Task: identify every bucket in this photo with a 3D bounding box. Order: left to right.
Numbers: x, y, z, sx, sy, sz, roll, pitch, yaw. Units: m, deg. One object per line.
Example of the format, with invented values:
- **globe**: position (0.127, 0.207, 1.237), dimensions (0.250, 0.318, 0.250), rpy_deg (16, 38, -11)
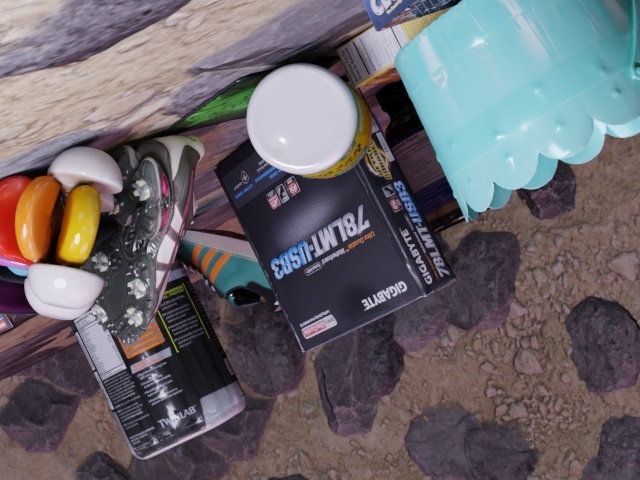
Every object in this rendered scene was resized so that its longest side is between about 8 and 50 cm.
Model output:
- **bucket**: position (0.222, -0.162, 1.282), dimensions (0.281, 0.183, 0.281), rpy_deg (-28, 175, -2)

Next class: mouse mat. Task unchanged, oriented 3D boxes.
- **mouse mat**: position (-0.076, -0.161, 1.428), dimensions (0.152, 0.007, 0.189), rpy_deg (-28, 175, 40)

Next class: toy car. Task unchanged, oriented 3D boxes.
- **toy car**: position (-0.280, -0.011, 1.285), dimensions (0.136, 0.159, 0.182), rpy_deg (11, 166, -13)

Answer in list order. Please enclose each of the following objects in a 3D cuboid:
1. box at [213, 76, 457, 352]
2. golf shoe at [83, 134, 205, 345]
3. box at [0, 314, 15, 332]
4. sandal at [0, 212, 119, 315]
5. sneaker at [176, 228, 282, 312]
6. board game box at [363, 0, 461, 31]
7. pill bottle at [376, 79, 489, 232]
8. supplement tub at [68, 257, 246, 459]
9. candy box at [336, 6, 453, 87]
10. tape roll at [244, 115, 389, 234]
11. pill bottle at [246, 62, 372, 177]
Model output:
- **box**: position (0.009, -0.025, 1.680), dimensions (0.073, 0.293, 0.295), rpy_deg (-23, 176, -36)
- **golf shoe**: position (-0.190, 0.003, 1.444), dimensions (0.120, 0.105, 0.273), rpy_deg (-31, 149, -46)
- **box**: position (-0.540, 0.132, 1.851), dimensions (0.207, 0.036, 0.114), rpy_deg (-26, -158, 3)
- **sandal**: position (-0.350, 0.041, 1.510), dimensions (0.445, 0.107, 0.167), rpy_deg (-20, 171, -39)
- **sneaker**: position (-0.161, 0.047, 2.140), dimensions (0.302, 0.121, 0.108), rpy_deg (12, -173, 43)
- **board game box**: position (0.175, -0.277, 1.194), dimensions (0.243, 0.042, 0.165), rpy_deg (-24, 176, -31)
- **pill bottle**: position (0.169, -0.132, 1.839), dimensions (0.122, 0.219, 0.123), rpy_deg (-25, 176, -2)
- **supplement tub**: position (-0.277, 0.163, 2.056), dimensions (0.207, 0.338, 0.207), rpy_deg (-25, 177, -1)
- **candy box**: position (0.122, -0.233, 1.385), dimensions (0.186, 0.053, 0.109), rpy_deg (-27, 176, 32)
- **tape roll**: position (-0.015, -0.103, 2.060), dimensions (0.274, 0.090, 0.275), rpy_deg (-26, 177, -1)
- **pill bottle**: position (-0.005, -0.127, 1.406), dimensions (0.117, 0.118, 0.208), rpy_deg (-26, 177, 8)
